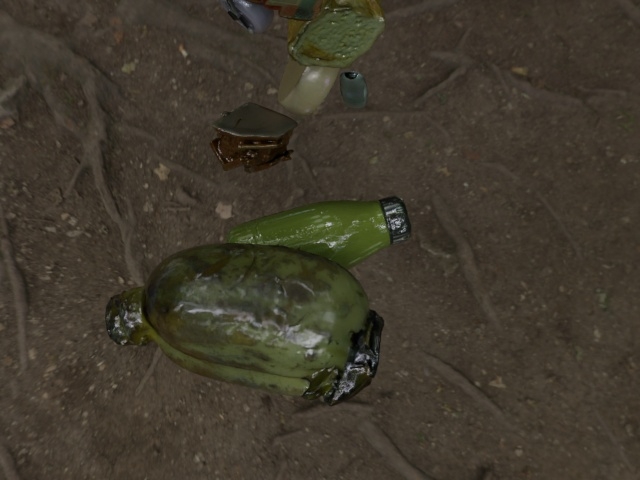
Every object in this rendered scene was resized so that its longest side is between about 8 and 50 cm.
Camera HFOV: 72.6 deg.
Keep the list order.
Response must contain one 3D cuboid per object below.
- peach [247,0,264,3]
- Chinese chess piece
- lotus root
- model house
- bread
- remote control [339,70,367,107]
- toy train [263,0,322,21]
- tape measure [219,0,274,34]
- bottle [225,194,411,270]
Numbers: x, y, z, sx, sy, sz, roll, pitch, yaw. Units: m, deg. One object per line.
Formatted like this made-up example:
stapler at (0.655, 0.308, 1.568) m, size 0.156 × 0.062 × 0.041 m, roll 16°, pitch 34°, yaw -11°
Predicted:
peach at (-0.143, -0.771, 1.114) m, size 0.307 × 0.307 × 0.333 m, roll -26°, pitch 100°, yaw -21°
Chinese chess piece at (-0.035, -0.527, 1.372) m, size 0.102 × 0.273 × 0.274 m, roll 21°, pitch 76°, yaw -25°
lotus root at (-0.086, 0.085, 0.493) m, size 0.309 × 0.173 × 0.173 m, roll 9°, pitch 80°, yaw 5°
model house at (-0.212, -0.296, 1.383) m, size 0.219 × 0.229 × 0.199 m, roll 31°, pitch 57°, yaw 12°
bread at (0.034, -0.546, 1.010) m, size 0.238 × 0.196 × 0.252 m, roll -3°, pitch 67°, yaw -12°
remote control at (0.114, -0.512, 1.499) m, size 0.097 × 0.256 × 0.045 m, roll 6°, pitch 83°, yaw 11°
toy train at (-0.070, -0.285, 0.452) m, size 0.175 × 0.118 × 0.074 m, roll -5°, pitch 92°, yaw -17°
tape measure at (-0.236, -0.715, 1.329) m, size 0.105 × 0.178 × 0.196 m, roll -54°, pitch 141°, yaw 0°
bottle at (0.000, 0.000, 0.638) m, size 0.259 × 0.112 × 0.112 m, roll -15°, pitch 88°, yaw 1°
